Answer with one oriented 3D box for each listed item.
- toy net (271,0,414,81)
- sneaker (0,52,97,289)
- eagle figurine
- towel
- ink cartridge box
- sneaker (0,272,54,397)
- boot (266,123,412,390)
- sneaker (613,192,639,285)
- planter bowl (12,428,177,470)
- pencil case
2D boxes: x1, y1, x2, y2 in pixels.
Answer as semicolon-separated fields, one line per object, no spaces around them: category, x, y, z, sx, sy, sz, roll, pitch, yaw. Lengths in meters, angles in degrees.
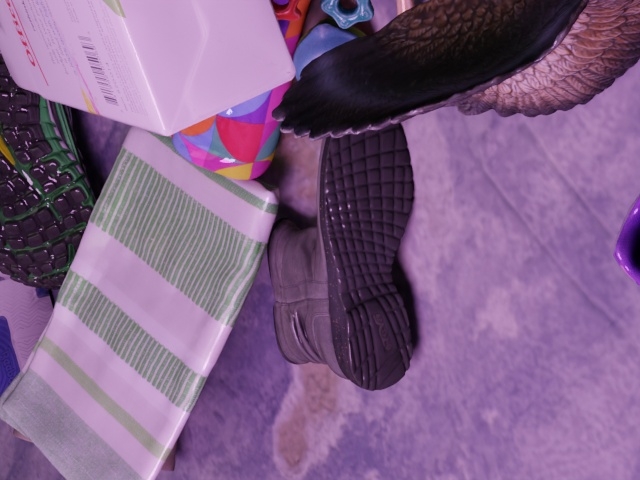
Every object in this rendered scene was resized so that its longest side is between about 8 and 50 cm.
toy net;0.030;-0.202;1.413;0.122;0.045;0.232;31;125;-12
sneaker;-0.284;-0.105;1.815;0.134;0.146;0.343;-4;117;13
eagle figurine;0.134;-0.166;1.205;0.298;0.226;0.225;-59;20;24
towel;-0.167;0.063;1.646;0.248;0.038;0.325;32;97;48
ink cartridge box;-0.174;-0.213;1.435;0.353;0.119;0.207;21;135;61
sneaker;-0.380;0.032;1.979;0.182;0.127;0.315;22;113;49
boot;0.000;0.000;1.533;0.161;0.083;0.246;18;113;56
sneaker;0.264;-0.045;1.170;0.095;0.104;0.236;53;137;25
planter bowl;-0.211;0.156;1.797;0.162;0.162;0.109;7;83;49
pencil case;-0.061;-0.165;1.526;0.104;0.104;0.236;45;134;31
